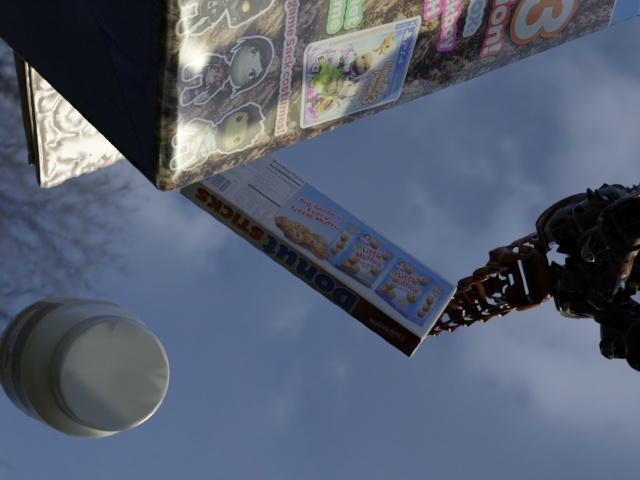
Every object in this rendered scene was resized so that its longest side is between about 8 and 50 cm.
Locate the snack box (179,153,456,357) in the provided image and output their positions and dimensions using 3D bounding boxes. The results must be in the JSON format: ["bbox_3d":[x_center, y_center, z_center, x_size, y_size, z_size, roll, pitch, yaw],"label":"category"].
[{"bbox_3d":[0.000,0.000,0.921,0.178,0.064,0.022,36,-51,5],"label":"snack box"}]

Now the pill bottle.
[{"bbox_3d":[-0.225,0.120,1.385,0.229,0.131,0.131,-2,-75,67],"label":"pill bottle"}]

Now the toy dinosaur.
[{"bbox_3d":[0.230,0.021,1.119,0.164,0.322,0.218,52,-6,-14],"label":"toy dinosaur"}]

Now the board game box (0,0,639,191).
[{"bbox_3d":[-0.014,-0.180,0.662,0.232,0.291,0.141,42,-40,33],"label":"board game box"}]

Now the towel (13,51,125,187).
[{"bbox_3d":[-0.189,-0.243,1.612,0.053,0.332,0.317,41,-39,36],"label":"towel"}]
